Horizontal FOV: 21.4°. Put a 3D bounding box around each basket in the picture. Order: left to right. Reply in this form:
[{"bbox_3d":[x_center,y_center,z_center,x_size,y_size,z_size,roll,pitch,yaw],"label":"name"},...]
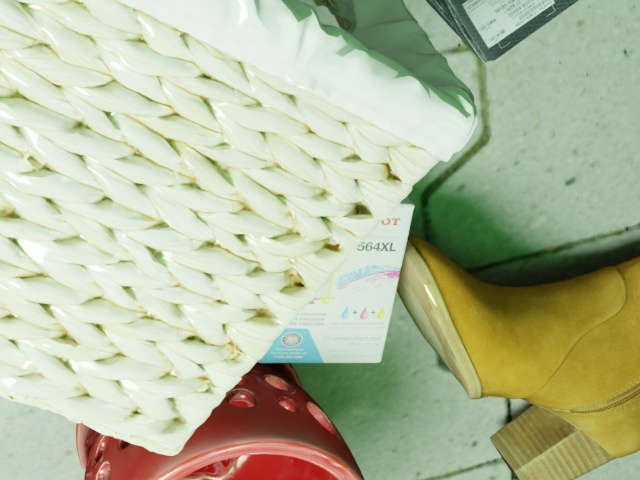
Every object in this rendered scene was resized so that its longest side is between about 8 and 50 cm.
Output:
[{"bbox_3d":[-0.159,-0.111,0.884,0.331,0.328,0.266,26,112,-36],"label":"basket"}]

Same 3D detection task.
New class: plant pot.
[{"bbox_3d":[-0.073,0.167,1.172,0.191,0.174,0.191,-7,120,-13],"label":"plant pot"}]

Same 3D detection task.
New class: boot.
[{"bbox_3d":[0.188,0.048,1.239,0.211,0.104,0.295,-35,128,-2],"label":"boot"}]

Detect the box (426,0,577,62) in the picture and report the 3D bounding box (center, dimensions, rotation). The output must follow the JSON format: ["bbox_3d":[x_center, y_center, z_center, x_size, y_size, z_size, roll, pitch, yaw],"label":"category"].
[{"bbox_3d":[0.150,-0.224,1.011,0.232,0.183,0.059,-35,123,3],"label":"box"}]

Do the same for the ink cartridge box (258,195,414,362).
[{"bbox_3d":[0.000,0.000,1.149,0.092,0.090,0.143,1,119,-17],"label":"ink cartridge box"}]
